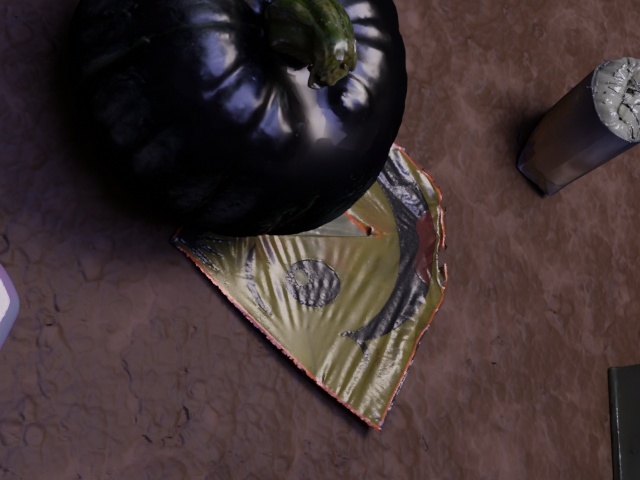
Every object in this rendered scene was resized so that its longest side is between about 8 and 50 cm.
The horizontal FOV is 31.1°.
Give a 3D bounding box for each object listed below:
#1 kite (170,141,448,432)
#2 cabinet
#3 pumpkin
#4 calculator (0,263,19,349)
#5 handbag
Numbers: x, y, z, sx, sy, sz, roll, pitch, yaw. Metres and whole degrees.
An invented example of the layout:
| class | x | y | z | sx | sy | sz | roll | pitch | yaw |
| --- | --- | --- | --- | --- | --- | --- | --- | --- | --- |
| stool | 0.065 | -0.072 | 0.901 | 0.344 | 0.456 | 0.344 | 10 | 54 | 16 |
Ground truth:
| class | x | y | z | sx | sy | sz | roll | pitch | yaw |
| --- | --- | --- | --- | --- | --- | --- | --- | --- | --- |
| kite | 0.001 | -0.001 | 1.107 | 0.327 | 0.013 | 0.378 | 1 | 76 | -36 |
| cabinet | 0.447 | 0.207 | 1.258 | 0.145 | 0.206 | 0.150 | 12 | 71 | -34 |
| pumpkin | -0.051 | -0.156 | 0.945 | 0.295 | 0.295 | 0.296 | 10 | 72 | -34 |
| calculator | -0.317 | 0.097 | 0.829 | 0.141 | 0.045 | 0.246 | 35 | 61 | -24 |
| handbag | 0.300 | -0.134 | 1.262 | 0.095 | 0.173 | 0.117 | 39 | 57 | -11 |
